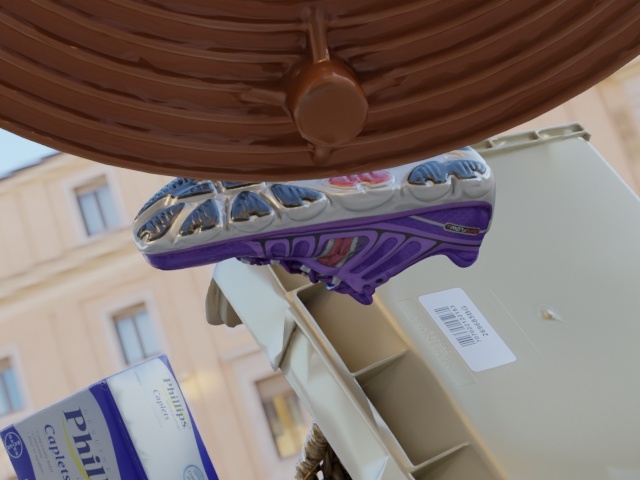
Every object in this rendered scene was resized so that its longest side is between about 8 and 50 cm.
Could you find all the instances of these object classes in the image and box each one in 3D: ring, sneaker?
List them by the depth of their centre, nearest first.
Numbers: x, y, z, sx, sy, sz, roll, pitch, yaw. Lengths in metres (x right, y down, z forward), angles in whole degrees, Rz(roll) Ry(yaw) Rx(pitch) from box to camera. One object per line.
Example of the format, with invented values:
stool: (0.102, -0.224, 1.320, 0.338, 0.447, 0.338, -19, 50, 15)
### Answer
ring: (-0.003, -0.161, 0.365, 0.336, 0.032, 0.336, -4, -61, -8)
sneaker: (0.000, 0.000, 0.704, 0.170, 0.071, 0.068, -5, 26, -11)

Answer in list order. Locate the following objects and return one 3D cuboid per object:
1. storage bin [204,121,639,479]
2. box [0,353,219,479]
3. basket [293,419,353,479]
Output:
storage bin: (0.105, 0.079, 0.845, 0.260, 0.262, 0.123, -12, -39, -32)
box: (-0.156, 0.170, 1.149, 0.137, 0.126, 0.072, -28, -7, 38)
basket: (0.122, 0.185, 1.147, 0.223, 0.299, 0.213, -30, -35, -11)
